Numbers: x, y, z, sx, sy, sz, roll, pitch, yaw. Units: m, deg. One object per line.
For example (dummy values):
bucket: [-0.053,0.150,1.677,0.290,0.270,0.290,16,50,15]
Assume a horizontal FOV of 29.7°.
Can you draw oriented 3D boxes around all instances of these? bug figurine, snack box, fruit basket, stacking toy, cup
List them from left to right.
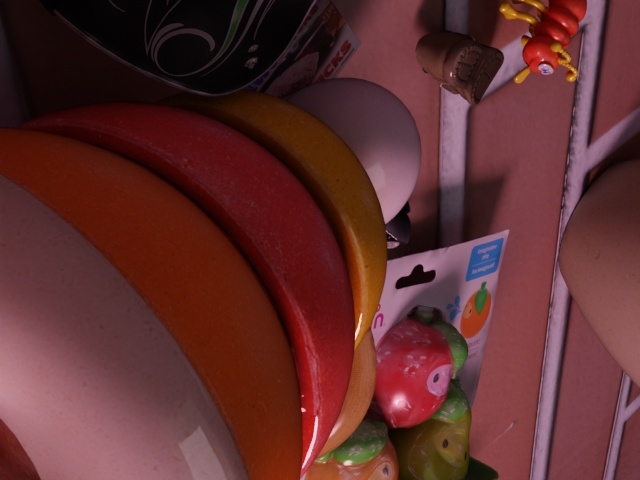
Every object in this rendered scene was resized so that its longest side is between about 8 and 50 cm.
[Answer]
stacking toy: [-0.066,0.017,0.754,0.480,0.351,0.350,-40,145,-45]
snack box: [-0.039,-0.101,0.917,0.178,0.022,0.064,-53,146,-6]
fruit basket: [0.075,0.180,1.181,0.327,0.165,0.353,-12,123,-48]
bug figurine: [0.188,-0.263,1.013,0.279,0.072,0.216,32,82,-57]
cup: [0.430,0.029,1.448,0.331,0.237,0.331,-33,140,-33]

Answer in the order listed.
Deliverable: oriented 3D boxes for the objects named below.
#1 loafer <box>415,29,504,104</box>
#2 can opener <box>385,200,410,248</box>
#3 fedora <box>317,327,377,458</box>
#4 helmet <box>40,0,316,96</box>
loafer: [0.122,-0.158,1.061,0.056,0.050,0.148,-58,163,5]
can opener: [0.018,-0.026,1.040,0.059,0.073,0.186,-28,157,30]
fedora: [-0.041,0.088,0.988,0.079,0.194,0.194,-69,178,-69]
helmet: [-0.068,-0.183,0.685,0.169,0.169,0.161,6,125,-54]
